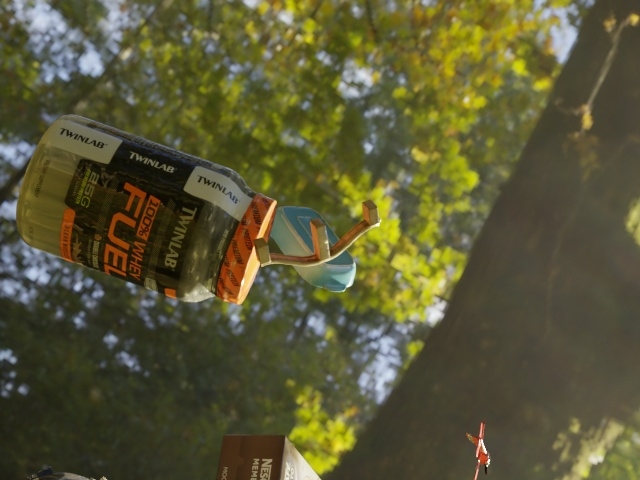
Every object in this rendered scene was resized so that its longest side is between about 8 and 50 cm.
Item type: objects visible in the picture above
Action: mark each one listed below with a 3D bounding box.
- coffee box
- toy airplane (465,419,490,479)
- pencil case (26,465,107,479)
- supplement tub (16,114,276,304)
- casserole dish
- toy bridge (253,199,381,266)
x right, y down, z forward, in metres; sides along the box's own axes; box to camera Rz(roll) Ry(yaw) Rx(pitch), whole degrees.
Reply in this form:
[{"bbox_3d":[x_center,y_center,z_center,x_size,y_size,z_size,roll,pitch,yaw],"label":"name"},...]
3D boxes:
[{"bbox_3d":[-0.081,0.472,2.202,0.119,0.168,0.297,-2,-30,17],"label":"coffee box"},{"bbox_3d":[0.312,0.407,2.447,0.028,0.151,0.151,1,-35,22],"label":"toy airplane"},{"bbox_3d":[-0.296,0.378,1.566,0.160,0.183,0.410,44,-19,-13],"label":"pencil case"},{"bbox_3d":[-0.248,-0.038,1.813,0.338,0.207,0.207,19,-26,4],"label":"supplement tub"},{"bbox_3d":[-0.012,0.005,1.975,0.188,0.114,0.037,55,-54,33],"label":"casserole dish"},{"bbox_3d":[0.000,0.000,1.749,0.026,0.188,0.063,-129,-155,-51],"label":"toy bridge"}]
